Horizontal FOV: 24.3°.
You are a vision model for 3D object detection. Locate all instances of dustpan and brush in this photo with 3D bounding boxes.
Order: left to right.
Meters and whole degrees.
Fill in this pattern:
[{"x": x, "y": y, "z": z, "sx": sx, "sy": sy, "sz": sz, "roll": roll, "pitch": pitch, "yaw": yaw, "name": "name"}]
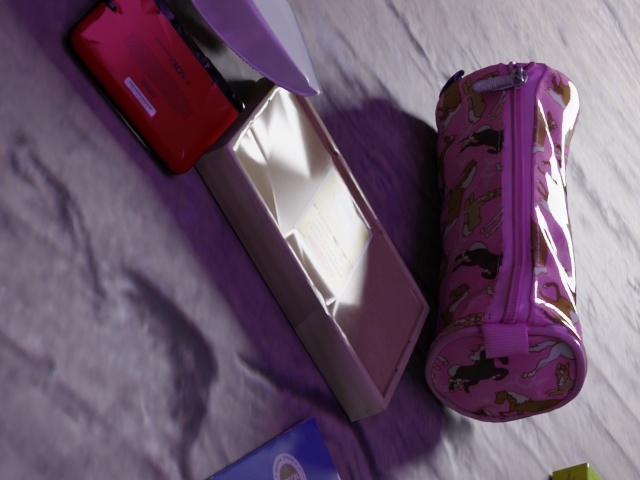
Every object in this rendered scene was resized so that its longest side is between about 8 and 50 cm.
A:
[{"x": -0.090, "y": -0.209, "z": 1.240, "sx": 0.211, "sy": 0.060, "sz": 0.147, "roll": 45, "pitch": 19, "yaw": -43, "name": "dustpan and brush"}]

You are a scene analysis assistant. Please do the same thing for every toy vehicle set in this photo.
[{"x": 0.000, "y": 0.000, "z": 1.271, "sx": 0.266, "sy": 0.035, "sz": 0.166, "roll": 60, "pitch": 30, "yaw": -17, "name": "toy vehicle set"}]

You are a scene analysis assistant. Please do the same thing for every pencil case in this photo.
[{"x": 0.185, "y": -0.007, "z": 1.471, "sx": 0.167, "sy": 0.160, "sz": 0.386, "roll": 40, "pitch": 40, "yaw": -33, "name": "pencil case"}]

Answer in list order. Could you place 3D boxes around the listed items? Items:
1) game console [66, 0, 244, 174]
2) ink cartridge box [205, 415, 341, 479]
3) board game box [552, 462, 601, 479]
[{"x": -0.134, "y": -0.140, "z": 1.158, "sx": 0.124, "sy": 0.085, "sz": 0.144, "roll": -50, "pitch": 120, "yaw": -24, "name": "game console"}, {"x": 0.009, "y": 0.309, "z": 1.034, "sx": 0.324, "sy": 0.071, "sz": 0.330, "roll": -23, "pitch": 91, "yaw": -61, "name": "ink cartridge box"}, {"x": 0.275, "y": 0.329, "z": 1.520, "sx": 0.092, "sy": 0.043, "sz": 0.181, "roll": 49, "pitch": 34, "yaw": -32, "name": "board game box"}]
